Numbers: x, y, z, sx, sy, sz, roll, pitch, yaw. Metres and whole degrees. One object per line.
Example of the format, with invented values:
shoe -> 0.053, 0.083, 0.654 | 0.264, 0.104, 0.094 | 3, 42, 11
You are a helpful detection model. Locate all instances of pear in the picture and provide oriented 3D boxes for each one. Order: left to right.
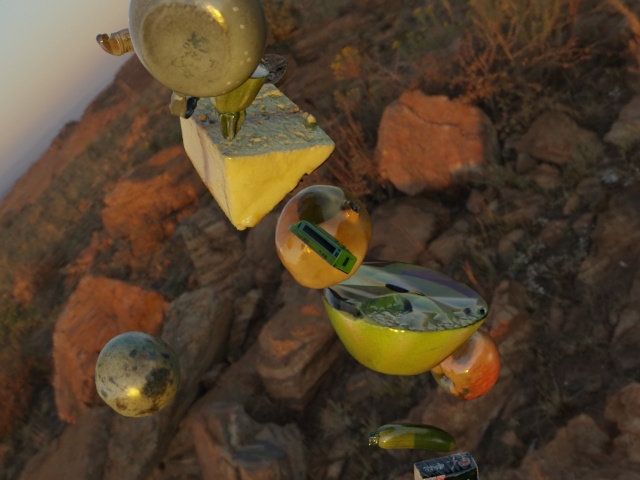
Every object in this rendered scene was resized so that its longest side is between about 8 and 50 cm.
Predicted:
pear -> 0.187, 0.196, 1.688 | 0.399, 0.398, 0.165 | -113, 31, -68

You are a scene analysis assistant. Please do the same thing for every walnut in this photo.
walnut -> -0.127, -0.378, 1.632 | 0.121, 0.052, 0.091 | -21, 65, 2

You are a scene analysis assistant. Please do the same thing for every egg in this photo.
egg -> -0.318, 0.225, 1.216 | 0.141, 0.141, 0.181 | -48, 29, -13

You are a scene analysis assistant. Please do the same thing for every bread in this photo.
bread -> -0.120, -0.173, 1.397 | 0.236, 0.198, 0.263 | -20, 46, -22

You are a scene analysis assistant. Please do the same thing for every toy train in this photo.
toy train -> 0.000, 0.000, 1.359 | 0.042, 0.044, 0.209 | -57, 35, 5

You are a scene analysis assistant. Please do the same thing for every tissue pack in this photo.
tissue pack -> 0.361, 0.680, 2.024 | 0.170, 0.103, 0.090 | -12, 25, -9

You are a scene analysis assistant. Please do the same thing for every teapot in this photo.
teapot -> -0.167, -0.298, 0.981 | 0.129, 0.193, 0.294 | -68, -1, -48

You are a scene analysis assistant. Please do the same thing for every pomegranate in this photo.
pomegranate -> 0.003, -0.012, 1.580 | 0.233, 0.233, 0.233 | -36, 22, 17

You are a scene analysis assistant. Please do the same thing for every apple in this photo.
apple -> 0.388, 0.323, 1.910 | 0.164, 0.209, 0.209 | -36, 17, -24

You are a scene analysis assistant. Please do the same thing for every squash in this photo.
squash -> -0.151, -0.241, 1.177 | 0.105, 0.105, 0.132 | -77, 7, -56
squash -> 0.238, 0.503, 1.806 | 0.069, 0.258, 0.069 | -169, 90, -67

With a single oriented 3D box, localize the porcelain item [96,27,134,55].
porcelain item -> -0.283, -0.375, 1.227 | 0.213, 0.054, 0.084 | -32, 27, -20
